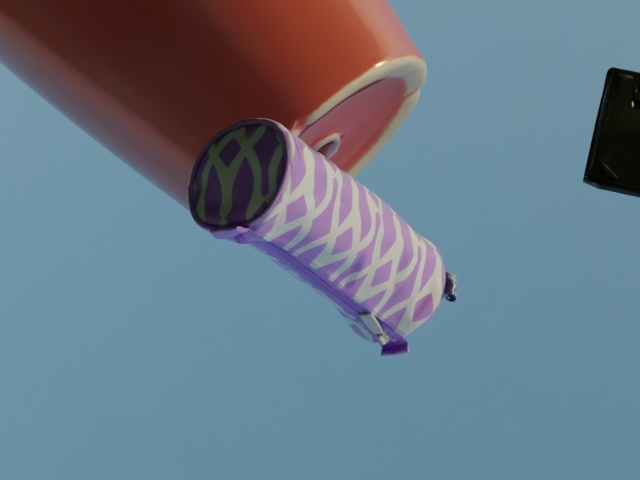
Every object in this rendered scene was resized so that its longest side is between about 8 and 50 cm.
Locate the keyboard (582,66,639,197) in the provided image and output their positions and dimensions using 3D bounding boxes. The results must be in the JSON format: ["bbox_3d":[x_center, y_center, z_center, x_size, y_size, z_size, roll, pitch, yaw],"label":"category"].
[{"bbox_3d":[0.221,-0.043,0.945,0.180,0.023,0.108,12,-130,7],"label":"keyboard"}]

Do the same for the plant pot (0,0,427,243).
[{"bbox_3d":[-0.072,-0.148,1.457,0.275,0.275,0.243,-41,-104,-4],"label":"plant pot"}]

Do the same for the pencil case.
[{"bbox_3d":[0.000,0.000,1.284,0.086,0.206,0.088,-6,-119,37],"label":"pencil case"}]
